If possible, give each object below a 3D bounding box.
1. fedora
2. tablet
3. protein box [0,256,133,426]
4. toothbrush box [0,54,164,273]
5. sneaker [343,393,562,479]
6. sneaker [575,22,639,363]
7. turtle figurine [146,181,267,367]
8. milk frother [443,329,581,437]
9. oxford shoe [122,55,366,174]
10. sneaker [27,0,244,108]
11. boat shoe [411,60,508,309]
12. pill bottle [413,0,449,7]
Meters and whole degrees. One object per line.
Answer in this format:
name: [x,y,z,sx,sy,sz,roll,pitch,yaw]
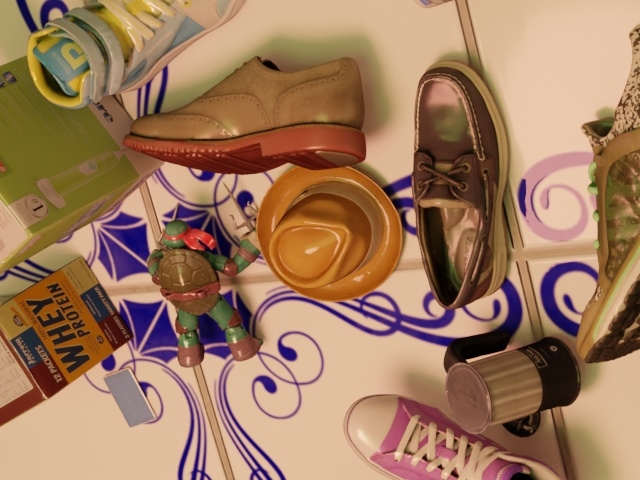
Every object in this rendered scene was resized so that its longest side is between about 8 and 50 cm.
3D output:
fedora: [0.000,0.000,1.836,0.194,0.079,0.194,8,114,19]
tablet: [-0.265,0.219,2.131,0.054,0.006,0.083,-22,99,34]
protein box: [-0.404,0.151,2.062,0.201,0.200,0.136,-30,95,35]
toothbrush box: [-0.360,-0.103,1.878,0.122,0.283,0.206,-39,89,36]
sneaker: [0.167,0.252,1.784,0.282,0.102,0.161,24,167,-2]
sneaker: [0.345,-0.054,1.624,0.182,0.158,0.410,49,134,42]
turtle figurine: [-0.156,0.045,1.936,0.175,0.118,0.234,1,117,29]
milk frother: [0.208,0.186,1.772,0.129,0.134,0.143,29,125,53]
oxford shoe: [-0.088,-0.151,1.832,0.348,0.123,0.130,0,81,33]
sneaker: [-0.215,-0.258,1.777,0.127,0.208,0.319,50,125,4]
boat shoe: [0.151,-0.056,1.727,0.102,0.092,0.285,5,113,28]
pill bottle: [0.159,-0.302,1.627,0.137,0.078,0.078,-14,103,33]
